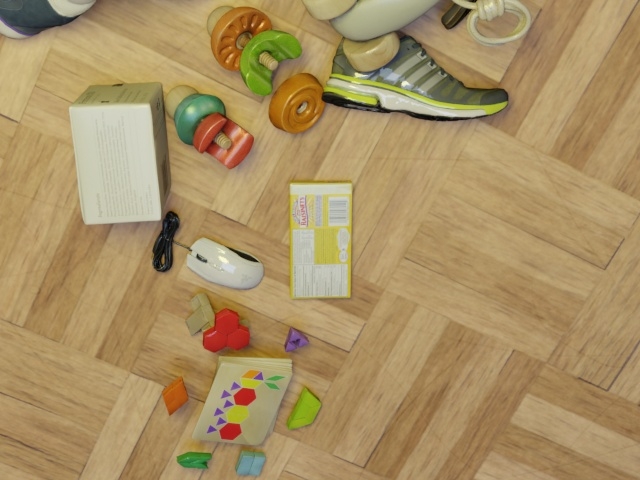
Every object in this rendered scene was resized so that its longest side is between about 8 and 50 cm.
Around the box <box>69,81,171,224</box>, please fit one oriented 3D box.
[{"bbox_3d":[-0.301,-0.137,1.458,0.119,0.181,0.182,-4,110,-3],"label":"box"}]

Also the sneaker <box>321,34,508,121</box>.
[{"bbox_3d":[0.156,-0.254,1.488,0.299,0.111,0.121,7,94,-13],"label":"sneaker"}]

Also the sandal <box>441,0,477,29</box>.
[{"bbox_3d":[0.245,-0.425,1.455,0.060,0.090,0.219,39,111,7],"label":"sandal"}]

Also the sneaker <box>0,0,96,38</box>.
[{"bbox_3d":[-0.436,-0.445,1.322,0.236,0.130,0.323,-16,122,36],"label":"sneaker"}]

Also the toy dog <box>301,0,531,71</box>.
[{"bbox_3d":[0.133,-0.384,1.369,0.333,0.161,0.220,-11,139,0],"label":"toy dog"}]

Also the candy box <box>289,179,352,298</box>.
[{"bbox_3d":[0.000,0.000,1.606,0.105,0.027,0.206,0,109,-1],"label":"candy box"}]

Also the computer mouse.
[{"bbox_3d":[-0.185,0.031,1.598,0.193,0.042,0.106,21,106,-10],"label":"computer mouse"}]

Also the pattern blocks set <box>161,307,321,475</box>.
[{"bbox_3d":[-0.134,0.276,1.660,0.285,0.026,0.325,20,112,-28],"label":"pattern blocks set"}]

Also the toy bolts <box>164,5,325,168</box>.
[{"bbox_3d":[-0.130,-0.233,1.488,0.228,0.158,0.218,-49,146,3],"label":"toy bolts"}]

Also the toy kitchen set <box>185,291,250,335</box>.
[{"bbox_3d":[-0.182,0.135,1.646,0.068,0.075,0.083,-40,71,47],"label":"toy kitchen set"}]
